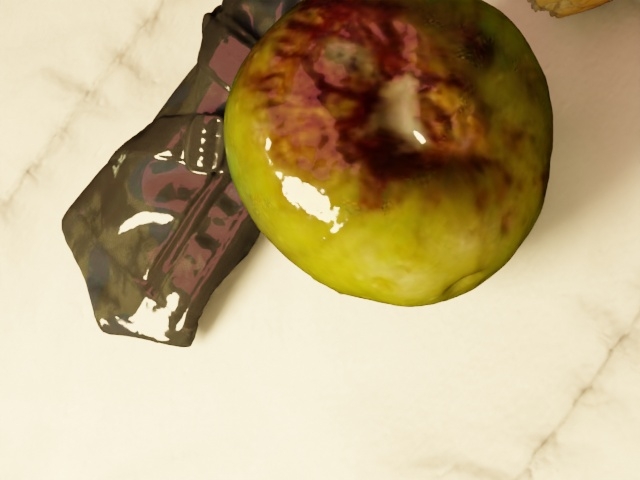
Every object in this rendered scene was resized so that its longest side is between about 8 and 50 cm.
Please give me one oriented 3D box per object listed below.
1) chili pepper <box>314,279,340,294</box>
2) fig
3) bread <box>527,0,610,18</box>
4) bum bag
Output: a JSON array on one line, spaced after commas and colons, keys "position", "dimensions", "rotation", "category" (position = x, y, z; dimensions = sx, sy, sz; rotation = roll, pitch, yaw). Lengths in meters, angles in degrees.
[{"position": [0.000, 0.000, 1.155], "dimensions": [0.030, 0.017, 0.083], "rotation": [-21, 51, 22], "category": "chili pepper"}, {"position": [0.031, -0.054, 1.069], "dimensions": [0.181, 0.181, 0.191], "rotation": [-61, 23, -11], "category": "fig"}, {"position": [0.163, -0.193, 1.118], "dimensions": [0.106, 0.082, 0.125], "rotation": [-7, 48, 21], "category": "bread"}, {"position": [-0.057, -0.075, 1.208], "dimensions": [0.137, 0.074, 0.310], "rotation": [31, 84, 34], "category": "bum bag"}]
